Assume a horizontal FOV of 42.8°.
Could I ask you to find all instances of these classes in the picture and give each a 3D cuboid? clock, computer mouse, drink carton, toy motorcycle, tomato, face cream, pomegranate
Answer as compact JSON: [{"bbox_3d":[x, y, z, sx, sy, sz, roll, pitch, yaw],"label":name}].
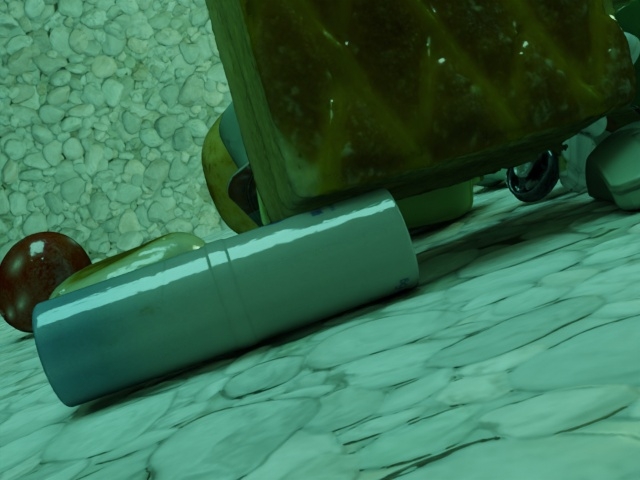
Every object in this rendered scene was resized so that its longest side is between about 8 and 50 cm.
[{"bbox_3d":[0.069,-0.066,0.919,0.235,0.096,0.308,-9,7,-19],"label":"clock"},{"bbox_3d":[0.246,-0.061,0.616,0.089,0.056,0.182,-23,4,13],"label":"computer mouse"},{"bbox_3d":[-0.046,-0.117,1.144,0.185,0.191,0.189,-43,42,2],"label":"drink carton"},{"bbox_3d":[0.246,-0.148,0.801,0.074,0.228,0.151,25,-22,-26],"label":"toy motorcycle"},{"bbox_3d":[-0.431,0.067,1.295,0.167,0.167,0.167,-19,5,2],"label":"tomato"},{"bbox_3d":[-0.062,0.037,0.560,0.250,0.077,0.077,-19,5,-6],"label":"face cream"},{"bbox_3d":[-0.076,-0.121,1.376,0.261,0.260,0.260,-19,5,2],"label":"pomegranate"}]

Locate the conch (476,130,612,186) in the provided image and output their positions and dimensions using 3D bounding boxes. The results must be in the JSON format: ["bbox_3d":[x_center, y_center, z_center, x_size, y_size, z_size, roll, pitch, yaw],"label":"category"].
[{"bbox_3d":[0.281,-0.134,1.068,0.221,0.121,0.184,-12,37,27],"label":"conch"}]

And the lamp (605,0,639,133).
[{"bbox_3d":[0.374,-0.250,0.893,0.250,0.284,0.250,-16,9,3],"label":"lamp"}]

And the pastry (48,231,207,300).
[{"bbox_3d":[-0.159,0.051,0.719,0.157,0.091,0.156,-21,2,1],"label":"pastry"}]

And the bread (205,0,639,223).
[{"bbox_3d":[0.062,-0.176,0.660,0.279,0.278,0.207,-13,-3,-10],"label":"bread"}]
